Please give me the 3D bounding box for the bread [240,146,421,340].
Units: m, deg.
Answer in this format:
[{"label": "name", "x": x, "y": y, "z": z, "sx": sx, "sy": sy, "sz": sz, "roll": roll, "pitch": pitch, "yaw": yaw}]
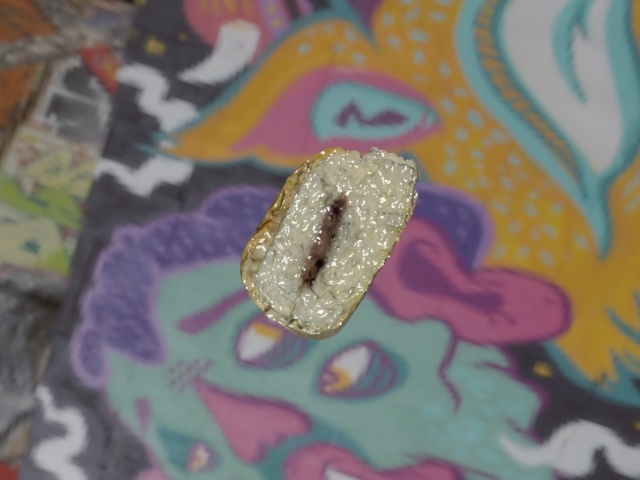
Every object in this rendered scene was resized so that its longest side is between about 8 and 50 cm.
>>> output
[{"label": "bread", "x": 0.001, "y": -0.001, "z": 1.066, "sx": 0.125, "sy": 0.082, "sz": 0.106, "roll": -61, "pitch": 6, "yaw": -9}]
